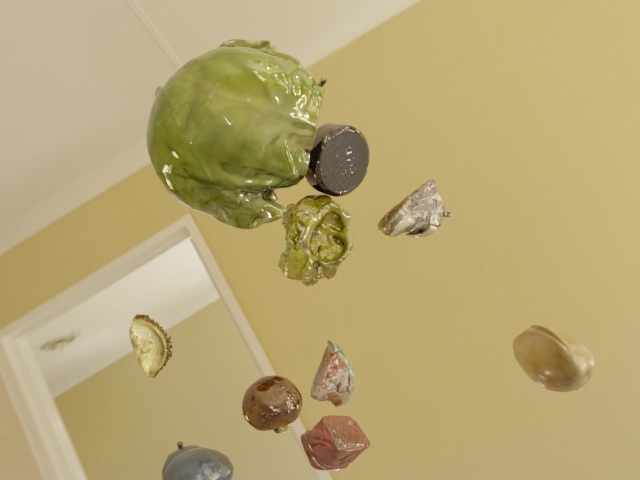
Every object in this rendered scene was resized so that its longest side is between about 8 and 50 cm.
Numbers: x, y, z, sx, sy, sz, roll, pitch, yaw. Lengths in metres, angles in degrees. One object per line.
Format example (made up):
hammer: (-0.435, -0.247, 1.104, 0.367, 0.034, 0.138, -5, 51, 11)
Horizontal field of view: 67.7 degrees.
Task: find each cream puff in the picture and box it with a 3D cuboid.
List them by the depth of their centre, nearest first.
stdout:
cream puff: (-0.001, 0.001, 1.370, 0.281, 0.185, 0.282, -36, -47, -51)

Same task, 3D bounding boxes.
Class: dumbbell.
dumbbell: (-0.026, -0.261, 1.421, 0.203, 0.204, 0.322, -16, 27, -34)

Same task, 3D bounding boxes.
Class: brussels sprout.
brussels sprout: (-0.207, -0.246, 1.101, 0.360, 0.343, 0.426, 7, -49, -22)

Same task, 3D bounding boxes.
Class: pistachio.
pistachio: (0.637, 0.321, 1.312, 0.162, 0.182, 0.293, -31, 0, 3)

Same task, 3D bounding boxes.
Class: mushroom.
mushroom: (-0.102, 0.337, 0.995, 0.127, 0.127, 0.087, -22, -39, -35)

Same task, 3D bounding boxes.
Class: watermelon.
watermelon: (0.032, 0.344, 1.143, 0.071, 0.187, 0.139, 6, 24, 35)

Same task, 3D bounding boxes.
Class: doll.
doll: (-0.339, 0.637, 1.296, 0.228, 0.154, 0.258, -11, -4, -31)

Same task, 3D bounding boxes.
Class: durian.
durian: (-0.323, 0.200, 0.923, 0.066, 0.131, 0.052, -20, 9, -41)

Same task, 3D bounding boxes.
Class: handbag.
handbag: (0.048, 0.677, 1.598, 0.135, 0.146, 0.225, -47, -38, 16)

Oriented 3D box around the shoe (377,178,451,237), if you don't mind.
shoe: (0.196, -0.046, 0.975, 0.180, 0.092, 0.089, -39, 1, -34)
